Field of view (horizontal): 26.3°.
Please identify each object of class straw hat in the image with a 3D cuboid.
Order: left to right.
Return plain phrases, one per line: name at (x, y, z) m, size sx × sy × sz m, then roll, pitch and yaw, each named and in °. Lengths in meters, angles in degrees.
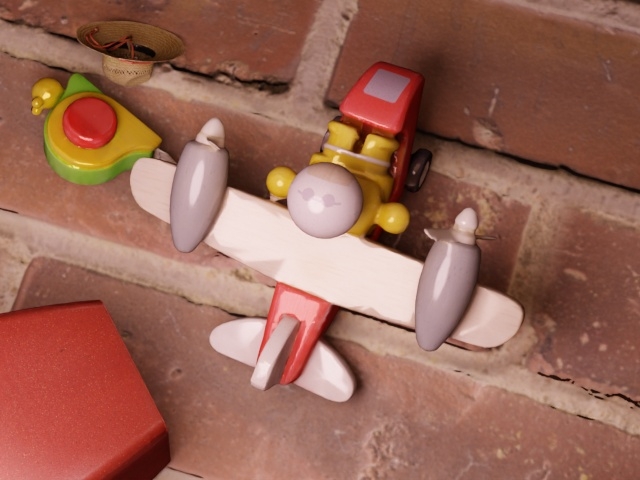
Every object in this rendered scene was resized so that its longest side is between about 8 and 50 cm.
straw hat at (-0.255, -0.239, 1.815) m, size 0.144 × 0.144 × 0.061 m, roll 18°, pitch 118°, yaw 11°

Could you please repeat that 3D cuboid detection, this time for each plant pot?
plant pot at (-0.319, 0.219, 1.612) m, size 0.235 × 0.267 × 0.267 m, roll -25°, pitch 73°, yaw -15°

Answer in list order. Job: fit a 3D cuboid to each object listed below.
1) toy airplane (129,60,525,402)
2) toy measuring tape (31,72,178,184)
toy airplane at (0.000, 0.000, 1.615) m, size 0.386 × 0.272 × 0.385 m, roll -21°, pitch 74°, yaw 0°
toy measuring tape at (-0.252, -0.090, 1.754) m, size 0.330 × 0.121 × 0.121 m, roll 39°, pitch 82°, yaw 6°
